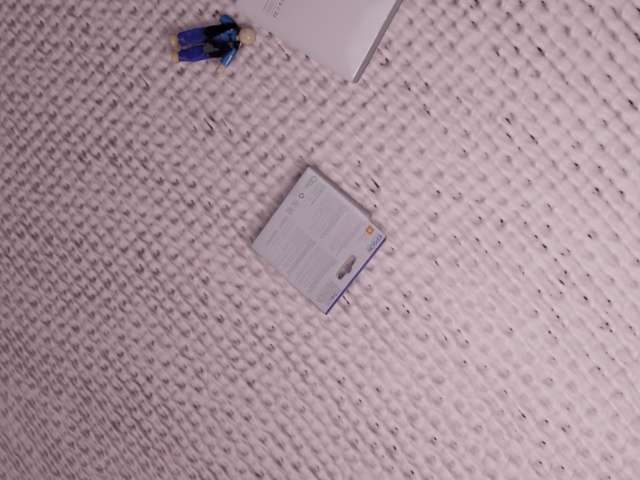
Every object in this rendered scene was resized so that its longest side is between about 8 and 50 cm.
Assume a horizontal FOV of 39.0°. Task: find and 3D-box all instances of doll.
[{"bbox_3d":[-0.222,-0.414,1.905,0.189,0.046,0.129,-7,83,18],"label":"doll"}]

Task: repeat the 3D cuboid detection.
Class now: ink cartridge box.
[{"bbox_3d":[0.000,0.000,1.856,0.224,0.045,0.223,43,110,13],"label":"ink cartridge box"}]

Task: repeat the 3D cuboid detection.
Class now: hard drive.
[{"bbox_3d":[-0.007,-0.479,1.808,0.307,0.040,0.203,35,108,16],"label":"hard drive"}]
